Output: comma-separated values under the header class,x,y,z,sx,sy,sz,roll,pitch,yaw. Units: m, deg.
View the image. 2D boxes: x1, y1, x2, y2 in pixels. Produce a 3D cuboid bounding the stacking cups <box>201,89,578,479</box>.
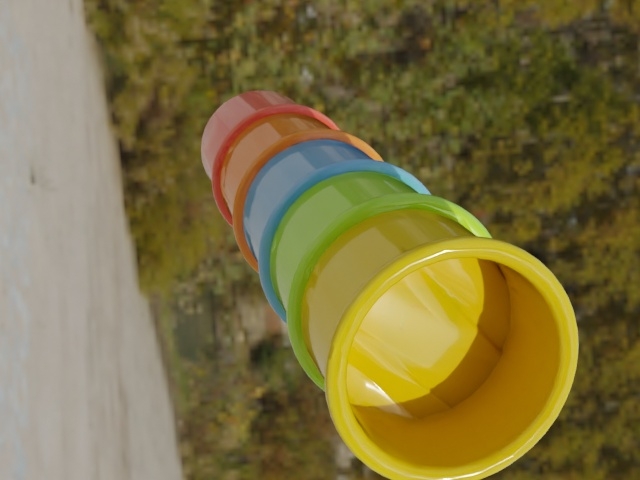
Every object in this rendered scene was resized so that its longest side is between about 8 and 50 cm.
class,x,y,z,sx,sy,sz,roll,pitch,yaw
stacking cups,0.000,0.000,0.638,0.316,0.096,0.096,-137,-140,-65
